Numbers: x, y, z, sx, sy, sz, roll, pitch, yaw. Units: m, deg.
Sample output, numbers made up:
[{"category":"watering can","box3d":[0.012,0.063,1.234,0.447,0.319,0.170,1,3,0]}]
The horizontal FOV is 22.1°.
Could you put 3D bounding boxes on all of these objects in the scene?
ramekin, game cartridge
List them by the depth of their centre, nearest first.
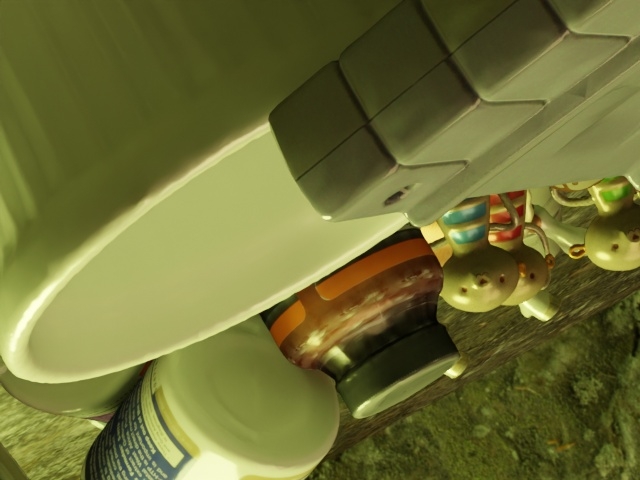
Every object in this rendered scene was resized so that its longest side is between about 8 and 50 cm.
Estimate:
[{"category":"game cartridge","box3d":[0.161,-0.095,0.652,0.230,0.068,0.355,-33,168,30]},{"category":"ramekin","box3d":[-0.045,-0.063,0.736,0.277,0.135,0.277,-30,167,-7]}]

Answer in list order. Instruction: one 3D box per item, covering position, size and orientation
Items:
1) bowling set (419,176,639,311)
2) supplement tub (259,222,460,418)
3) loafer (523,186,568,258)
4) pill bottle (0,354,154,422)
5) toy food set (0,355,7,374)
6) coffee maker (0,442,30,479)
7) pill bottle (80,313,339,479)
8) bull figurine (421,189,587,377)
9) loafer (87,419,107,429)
[{"category":"bowling set","box3d":[0.122,-0.017,0.995,0.287,0.154,0.200,-15,-166,-2]},{"category":"supplement tub","box3d":[0.000,0.000,0.931,0.106,0.198,0.106,-28,167,-7]},{"category":"loafer","box3d":[0.164,-0.034,1.358,0.112,0.111,0.319,-29,167,-8]},{"category":"pill bottle","box3d":[-0.137,0.065,1.068,0.108,0.108,0.193,-32,167,4]},{"category":"toy food set","box3d":[-0.199,0.067,0.852,0.232,0.104,0.111,-37,163,-33]},{"category":"coffee maker","box3d":[-0.240,0.134,0.942,0.120,0.178,0.171,-34,169,9]},{"category":"pill bottle","box3d":[-0.079,0.136,0.979,0.112,0.112,0.187,-17,154,-46]},{"category":"bull figurine","box3d":[0.086,-0.004,1.226,0.310,0.188,0.101,-34,-156,47]},{"category":"loafer","box3d":[-0.120,0.090,1.293,0.084,0.096,0.267,-54,169,10]}]
